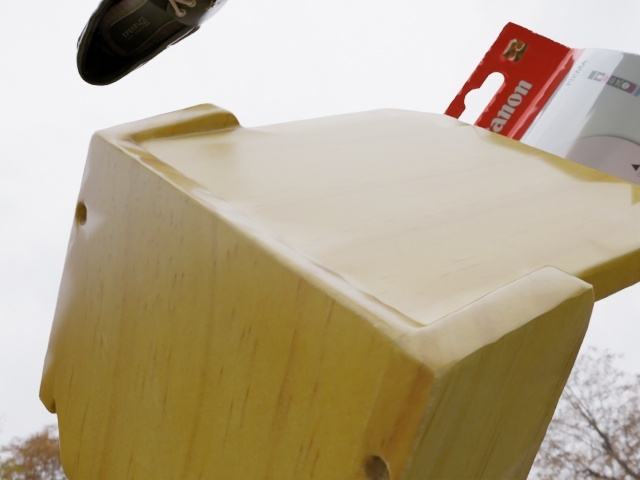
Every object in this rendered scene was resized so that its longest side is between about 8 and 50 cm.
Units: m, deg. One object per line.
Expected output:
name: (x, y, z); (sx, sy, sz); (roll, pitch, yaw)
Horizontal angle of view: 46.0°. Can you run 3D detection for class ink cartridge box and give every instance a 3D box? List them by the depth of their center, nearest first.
ink cartridge box: (0.219, -0.102, 0.713); (0.189, 0.232, 0.066); (-55, -25, 1)

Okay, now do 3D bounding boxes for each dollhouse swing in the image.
dollhouse swing: (0.027, 0.068, 0.544); (0.304, 0.346, 0.315); (2, -70, -44)

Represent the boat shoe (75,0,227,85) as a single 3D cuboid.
boat shoe: (-0.195, -0.266, 0.879); (0.112, 0.335, 0.096); (35, -118, -25)
